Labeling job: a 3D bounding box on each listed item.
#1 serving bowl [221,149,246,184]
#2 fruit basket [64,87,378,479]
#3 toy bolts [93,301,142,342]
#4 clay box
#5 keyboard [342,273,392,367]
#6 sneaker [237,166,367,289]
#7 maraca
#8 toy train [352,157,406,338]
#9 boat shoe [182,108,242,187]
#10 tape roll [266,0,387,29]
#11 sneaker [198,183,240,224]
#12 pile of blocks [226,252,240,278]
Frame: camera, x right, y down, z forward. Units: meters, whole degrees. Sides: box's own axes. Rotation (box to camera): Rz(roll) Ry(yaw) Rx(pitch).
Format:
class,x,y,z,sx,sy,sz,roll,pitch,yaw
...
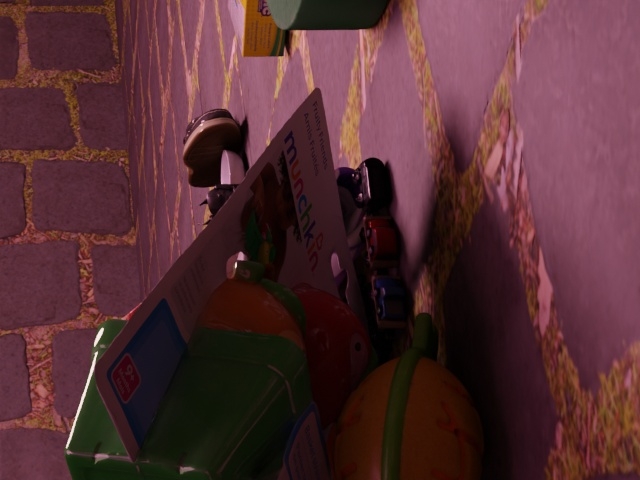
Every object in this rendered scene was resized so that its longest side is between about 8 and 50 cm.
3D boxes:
class,x,y,z,sx,sy,sz,roll,pitch,yaw
serving bowl,-0.112,-0.079,2.067,0.083,0.027,0.083,178,90,-80
fruit basket,-0.028,0.115,1.126,0.353,0.165,0.327,-50,-41,-45
toy bolts,-0.147,0.115,1.996,0.158,0.228,0.218,51,129,-3
clay box,-0.065,-0.327,1.709,0.127,0.053,0.222,-108,20,-54
keyboard,0.024,0.105,1.394,0.192,0.038,0.100,105,159,-55
sneaker,0.001,0.001,1.405,0.161,0.102,0.282,-56,6,15
maraca,0.063,0.129,1.062,0.186,0.099,0.127,-67,-22,-57
toy train,0.050,0.004,1.274,0.036,0.027,0.158,129,139,-57
boat shoe,-0.153,-0.137,2.130,0.223,0.080,0.073,107,153,-71
tape roll,0.001,-0.338,1.316,0.321,0.077,0.321,177,90,-79
sneaker,-0.088,-0.042,1.795,0.170,0.089,0.051,157,110,-78
pile of blocks,-0.057,0.114,1.684,0.112,0.149,0.362,-54,-16,-50
